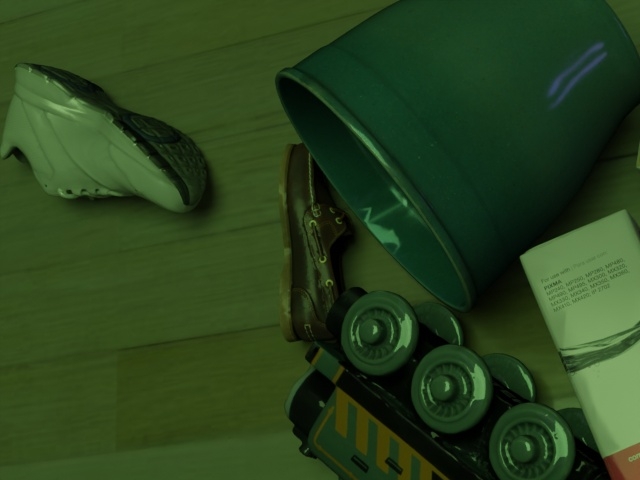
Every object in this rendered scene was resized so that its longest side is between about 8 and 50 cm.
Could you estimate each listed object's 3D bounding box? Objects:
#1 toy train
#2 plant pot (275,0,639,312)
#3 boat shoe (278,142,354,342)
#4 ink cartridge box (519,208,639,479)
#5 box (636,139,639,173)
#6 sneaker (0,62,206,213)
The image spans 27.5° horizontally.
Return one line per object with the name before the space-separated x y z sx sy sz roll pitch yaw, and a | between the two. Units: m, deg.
toy train | 0.109 0.182 1.163 0.334 0.142 0.190 36 100 30
plant pot | 0.142 -0.117 1.181 0.255 0.272 0.272 -38 60 -7
boat shoe | 0.000 0.000 1.308 0.073 0.073 0.207 -7 78 21
ink cartridge box | 0.270 0.114 1.081 0.100 0.172 0.237 -26 64 15
box | 0.363 -0.125 1.162 0.130 0.091 0.171 4 76 27
sneaker | -0.242 -0.092 1.449 0.297 0.111 0.129 31 104 34
